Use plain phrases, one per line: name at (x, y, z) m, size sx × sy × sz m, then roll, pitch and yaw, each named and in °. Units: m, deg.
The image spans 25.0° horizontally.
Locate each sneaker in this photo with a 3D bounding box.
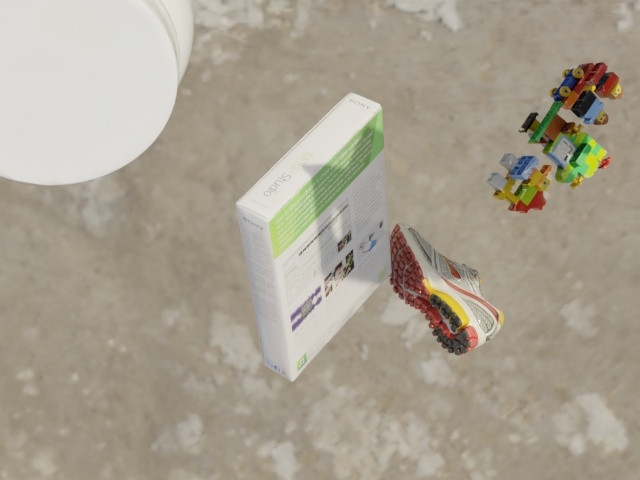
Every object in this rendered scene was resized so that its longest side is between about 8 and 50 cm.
sneaker at (0.169, 0.063, 2.018) m, size 0.225 × 0.092 × 0.088 m, roll 54°, pitch 145°, yaw 28°

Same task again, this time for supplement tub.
supplement tub at (-0.234, -0.225, 1.259) m, size 0.241 × 0.241 × 0.331 m, roll -54°, pitch 28°, yaw 28°

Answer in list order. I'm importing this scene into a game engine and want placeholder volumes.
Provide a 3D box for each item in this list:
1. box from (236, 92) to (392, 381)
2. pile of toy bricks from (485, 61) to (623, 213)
box at (0.000, 0.000, 1.839) m, size 0.058 × 0.232 × 0.322 m, roll 28°, pitch 146°, yaw 25°
pile of toy bricks at (0.319, -0.119, 1.817) m, size 0.105 × 0.212 × 0.118 m, roll 39°, pitch 168°, yaw -19°
